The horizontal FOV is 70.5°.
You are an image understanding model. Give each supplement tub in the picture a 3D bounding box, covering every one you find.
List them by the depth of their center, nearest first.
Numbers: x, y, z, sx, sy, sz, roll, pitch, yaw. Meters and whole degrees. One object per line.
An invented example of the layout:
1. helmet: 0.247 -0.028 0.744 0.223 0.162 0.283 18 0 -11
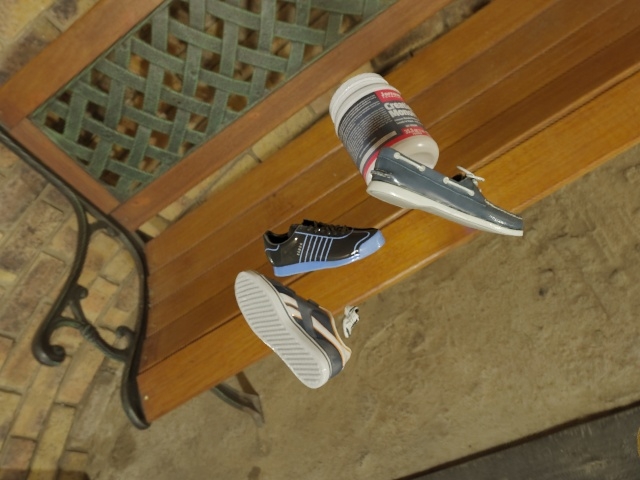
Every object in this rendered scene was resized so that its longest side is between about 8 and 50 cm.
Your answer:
1. supplement tub: 0.152 -0.266 1.140 0.191 0.191 0.272 -32 63 11

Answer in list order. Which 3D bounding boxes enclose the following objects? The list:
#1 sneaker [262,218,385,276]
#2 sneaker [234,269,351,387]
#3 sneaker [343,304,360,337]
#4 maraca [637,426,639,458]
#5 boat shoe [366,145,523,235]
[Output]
1. sneaker: 0.000 0.000 0.853 0.232 0.090 0.081 -15 19 15
2. sneaker: -0.066 0.186 1.040 0.321 0.128 0.126 46 127 23
3. sneaker: 0.071 0.182 1.031 0.037 0.031 0.083 1 48 8
4. maraca: 0.478 0.295 0.583 0.127 0.186 0.099 43 110 11
5. boat shoe: 0.195 -0.070 0.678 0.255 0.095 0.079 17 89 -6
